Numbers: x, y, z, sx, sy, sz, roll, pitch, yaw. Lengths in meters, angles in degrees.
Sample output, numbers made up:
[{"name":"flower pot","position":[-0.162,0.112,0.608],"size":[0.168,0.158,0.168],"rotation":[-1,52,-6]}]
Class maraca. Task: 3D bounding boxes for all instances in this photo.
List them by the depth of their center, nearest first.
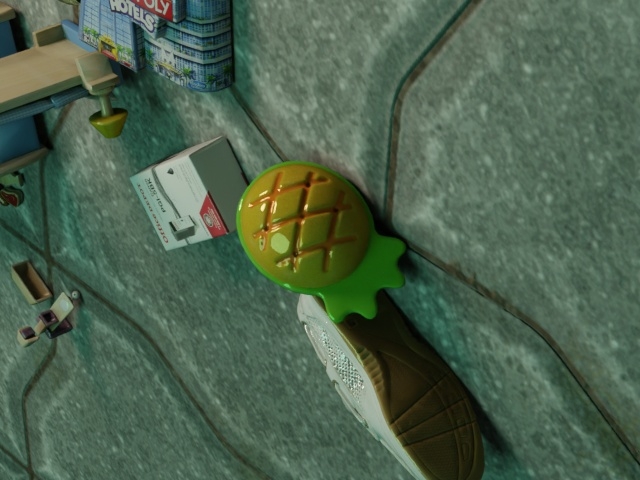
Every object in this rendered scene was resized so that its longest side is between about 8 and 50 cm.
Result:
[{"name":"maraca","position":[0.000,0.000,1.661],"size":[0.186,0.127,0.099],"rotation":[41,177,11]}]

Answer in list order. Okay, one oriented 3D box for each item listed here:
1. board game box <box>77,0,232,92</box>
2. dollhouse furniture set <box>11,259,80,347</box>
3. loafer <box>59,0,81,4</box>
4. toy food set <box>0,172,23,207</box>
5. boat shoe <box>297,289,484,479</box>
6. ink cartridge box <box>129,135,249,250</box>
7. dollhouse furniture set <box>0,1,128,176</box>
[{"name":"board game box","position":[-0.178,-0.268,1.725],"size":[0.194,0.060,0.194],"rotation":[30,137,35]},{"name":"dollhouse furniture set","position":[-0.377,0.067,2.217],"size":[0.114,0.091,0.081],"rotation":[54,130,13]},{"name":"loafer","position":[-0.271,-0.318,1.811],"size":[0.050,0.056,0.148],"rotation":[32,147,32]},{"name":"toy food set","position":[-0.435,-0.079,2.223],"size":[0.122,0.019,0.078],"rotation":[24,133,29]},{"name":"boat shoe","position":[0.068,0.150,1.708],"size":[0.277,0.098,0.096],"rotation":[58,147,18]},{"name":"ink cartridge box","position":[-0.140,-0.050,1.843],"size":[0.135,0.056,0.099],"rotation":[-15,104,54]},{"name":"dollhouse furniture set","position":[-0.391,-0.116,1.904],"size":[0.303,0.286,0.198],"rotation":[31,138,51]}]
